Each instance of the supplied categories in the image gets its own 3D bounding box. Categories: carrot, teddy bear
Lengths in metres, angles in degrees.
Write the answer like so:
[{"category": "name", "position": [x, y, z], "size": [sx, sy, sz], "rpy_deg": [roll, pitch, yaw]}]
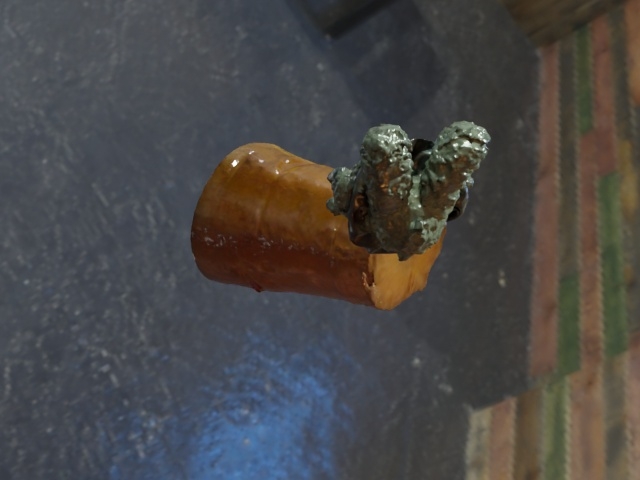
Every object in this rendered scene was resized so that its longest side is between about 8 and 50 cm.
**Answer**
[{"category": "carrot", "position": [0.000, 0.000, 1.404], "size": [0.196, 0.254, 0.196], "rpy_deg": [-31, 131, -44]}, {"category": "teddy bear", "position": [0.070, -0.034, 1.047], "size": [0.133, 0.213, 0.111], "rpy_deg": [-2, 82, -16]}]
